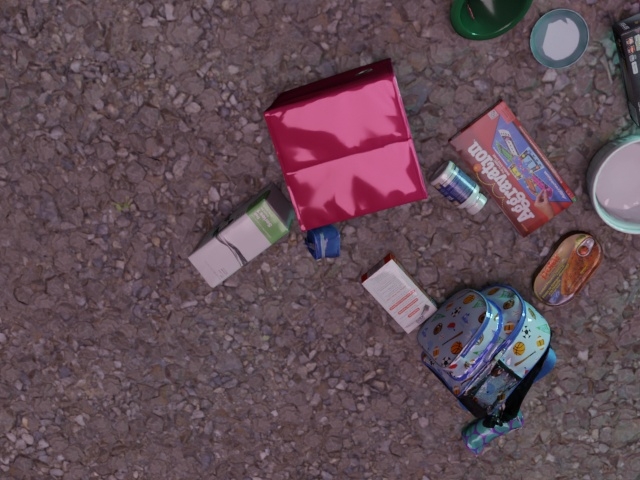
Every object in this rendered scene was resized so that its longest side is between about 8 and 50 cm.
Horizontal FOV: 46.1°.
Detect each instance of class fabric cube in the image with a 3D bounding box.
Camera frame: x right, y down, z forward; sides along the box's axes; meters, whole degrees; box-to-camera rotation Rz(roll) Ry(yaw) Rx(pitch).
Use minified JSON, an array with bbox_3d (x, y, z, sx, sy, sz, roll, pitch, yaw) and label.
[{"bbox_3d":[0.056,-0.200,1.526,0.258,0.254,0.259,-15,108,10],"label":"fabric cube"}]

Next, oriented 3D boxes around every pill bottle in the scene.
[{"bbox_3d":[0.302,-0.112,1.640,0.120,0.067,0.067,40,106,-10],"label":"pill bottle"}]

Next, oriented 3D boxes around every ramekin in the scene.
[{"bbox_3d":[0.667,-0.127,1.595,0.207,0.109,0.207,1,110,3],"label":"ramekin"}]

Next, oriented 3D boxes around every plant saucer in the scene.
[{"bbox_3d":[0.490,-0.416,1.550,0.119,0.021,0.120,1,109,2],"label":"plant saucer"}]

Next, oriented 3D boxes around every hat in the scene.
[{"bbox_3d":[0.309,-0.537,1.517,0.172,0.184,0.208,-30,147,19],"label":"hat"}]

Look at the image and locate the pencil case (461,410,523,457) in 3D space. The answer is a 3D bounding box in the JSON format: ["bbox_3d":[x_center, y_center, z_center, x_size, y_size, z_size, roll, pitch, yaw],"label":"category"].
[{"bbox_3d":[0.421,0.459,1.833,0.151,0.064,0.070,-36,79,14],"label":"pencil case"}]

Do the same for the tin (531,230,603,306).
[{"bbox_3d":[0.557,0.063,1.705,0.106,0.040,0.190,29,108,-11],"label":"tin"}]

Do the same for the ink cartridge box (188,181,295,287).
[{"bbox_3d":[-0.170,-0.014,1.648,0.219,0.160,0.093,-36,103,13],"label":"ink cartridge box"}]

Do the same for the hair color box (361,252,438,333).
[{"bbox_3d":[0.182,0.122,1.735,0.093,0.053,0.167,-40,101,13],"label":"hair color box"}]

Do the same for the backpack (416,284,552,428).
[{"bbox_3d":[0.361,0.223,1.661,0.263,0.276,0.213,-43,117,0],"label":"backpack"}]

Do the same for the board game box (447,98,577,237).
[{"bbox_3d":[0.420,-0.153,1.642,0.145,0.027,0.281,-38,103,15],"label":"board game box"}]

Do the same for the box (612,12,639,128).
[{"bbox_3d":[0.700,-0.359,1.503,0.182,0.056,0.231,-20,126,12],"label":"box"}]

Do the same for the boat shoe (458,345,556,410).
[{"bbox_3d":[0.440,0.319,1.769,0.258,0.089,0.109,-32,112,22],"label":"boat shoe"}]

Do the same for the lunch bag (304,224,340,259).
[{"bbox_3d":[0.000,0.000,1.681,0.065,0.098,0.067,-7,108,-14],"label":"lunch bag"}]
